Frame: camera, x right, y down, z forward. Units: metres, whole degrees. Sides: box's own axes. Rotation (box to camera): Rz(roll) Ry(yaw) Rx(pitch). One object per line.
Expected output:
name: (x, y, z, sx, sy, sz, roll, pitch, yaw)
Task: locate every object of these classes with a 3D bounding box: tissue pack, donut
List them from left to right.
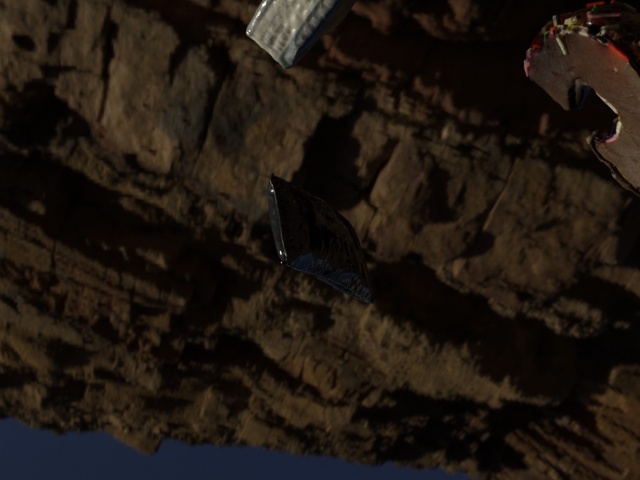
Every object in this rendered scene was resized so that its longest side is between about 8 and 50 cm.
tissue pack: (0.059, -0.490, 1.633, 0.124, 0.394, 0.288, 40, -131, -5)
donut: (0.491, -0.251, 1.617, 0.136, 0.259, 0.345, -36, -107, -20)

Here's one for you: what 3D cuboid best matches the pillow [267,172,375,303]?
pillow: (0.000, 0.000, 1.316, 0.208, 0.055, 0.141, 30, -143, -53)
